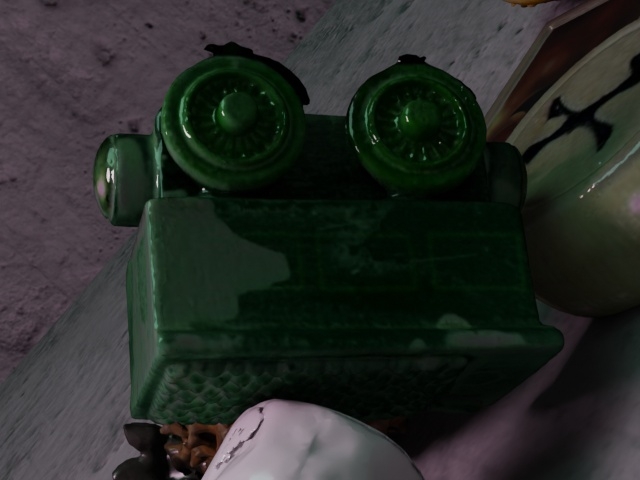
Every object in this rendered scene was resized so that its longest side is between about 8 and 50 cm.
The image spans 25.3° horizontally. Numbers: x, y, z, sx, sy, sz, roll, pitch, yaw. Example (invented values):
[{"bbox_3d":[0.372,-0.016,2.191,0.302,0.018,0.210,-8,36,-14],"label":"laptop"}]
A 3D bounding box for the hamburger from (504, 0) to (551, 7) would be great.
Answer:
[{"bbox_3d":[0.267,-0.364,1.431,0.300,0.176,0.300,-44,16,16],"label":"hamburger"}]

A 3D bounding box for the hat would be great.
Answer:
[{"bbox_3d":[-0.012,0.167,0.775,0.203,0.203,0.126,-26,30,55],"label":"hat"}]

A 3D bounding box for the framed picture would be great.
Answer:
[{"bbox_3d":[0.215,-0.136,1.295,0.289,0.020,0.211,-54,16,-28],"label":"framed picture"}]

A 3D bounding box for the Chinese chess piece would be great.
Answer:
[{"bbox_3d":[0.209,-0.058,0.947,0.238,0.092,0.238,-43,15,14],"label":"Chinese chess piece"}]

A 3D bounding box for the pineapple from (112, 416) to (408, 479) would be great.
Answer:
[{"bbox_3d":[-0.052,0.116,1.072,0.223,0.223,0.357,-61,1,-44],"label":"pineapple"}]

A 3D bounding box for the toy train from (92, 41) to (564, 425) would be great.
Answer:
[{"bbox_3d":[0.000,0.000,0.850,0.145,0.266,0.202,121,146,-64],"label":"toy train"}]
